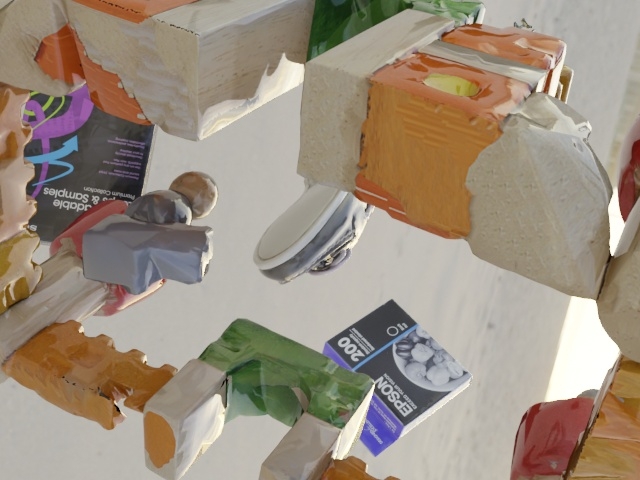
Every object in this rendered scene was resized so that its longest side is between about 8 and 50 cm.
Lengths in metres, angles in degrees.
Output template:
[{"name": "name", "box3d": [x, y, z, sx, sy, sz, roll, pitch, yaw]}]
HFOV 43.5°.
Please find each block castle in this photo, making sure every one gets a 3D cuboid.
[{"name": "block castle", "box3d": [0.000, 0.000, 0.484, 0.213, 0.453, 0.303, -43, 149, -50]}]

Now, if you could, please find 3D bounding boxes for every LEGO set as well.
[{"name": "LEGO set", "box3d": [0.336, -0.337, 1.323, 0.023, 0.054, 0.083, -39, 178, 34]}]

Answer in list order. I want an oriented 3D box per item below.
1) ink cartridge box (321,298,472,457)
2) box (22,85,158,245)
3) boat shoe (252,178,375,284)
[{"name": "ink cartridge box", "box3d": [0.106, 0.221, 1.336, 0.208, 0.206, 0.045, -33, 146, -20]}, {"name": "box", "box3d": [-0.209, -0.071, 0.711, 0.029, 0.116, 0.162, 123, -25, -79]}, {"name": "boat shoe", "box3d": [0.019, -0.022, 0.907, 0.095, 0.112, 0.335, 56, 23, -14]}]
